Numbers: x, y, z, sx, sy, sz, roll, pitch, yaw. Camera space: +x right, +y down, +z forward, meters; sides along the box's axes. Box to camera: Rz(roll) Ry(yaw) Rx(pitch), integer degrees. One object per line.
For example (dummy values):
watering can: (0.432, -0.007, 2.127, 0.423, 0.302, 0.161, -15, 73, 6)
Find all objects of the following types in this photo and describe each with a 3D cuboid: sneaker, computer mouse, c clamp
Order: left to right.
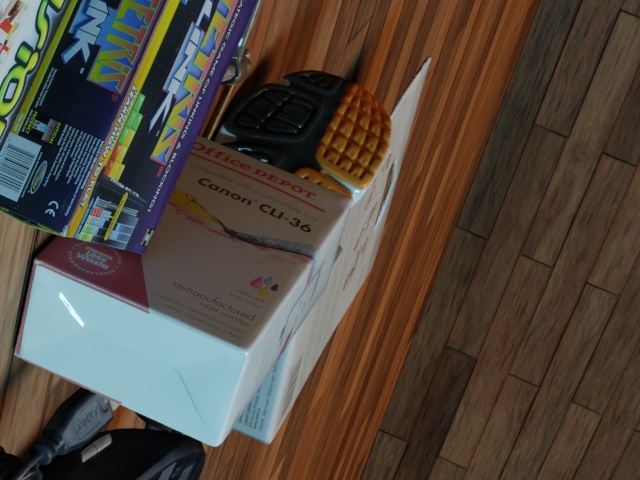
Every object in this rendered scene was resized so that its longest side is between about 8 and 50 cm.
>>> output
computer mouse: (-0.141, 0.130, 0.936, 0.262, 0.060, 0.184, -28, 147, -58)
c clamp: (-0.054, -0.107, 0.928, 0.160, 0.022, 0.137, -23, 136, -78)
sneaker: (-0.050, 0.005, 1.074, 0.262, 0.099, 0.121, -53, 174, -27)

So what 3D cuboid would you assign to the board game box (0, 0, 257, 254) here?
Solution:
board game box: (-0.079, -0.082, 0.756, 0.141, 0.048, 0.170, 20, 93, -80)

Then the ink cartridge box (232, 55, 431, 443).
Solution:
ink cartridge box: (0.000, 0.000, 1.428, 0.275, 0.060, 0.239, 104, 12, -46)

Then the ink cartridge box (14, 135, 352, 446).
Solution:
ink cartridge box: (-0.060, 0.008, 0.892, 0.198, 0.115, 0.067, -56, 166, -56)

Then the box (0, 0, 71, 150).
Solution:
box: (-0.126, -0.063, 0.555, 0.114, 0.036, 0.207, 52, 62, -81)

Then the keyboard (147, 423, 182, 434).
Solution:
keyboard: (-0.091, 0.084, 1.221, 0.180, 0.023, 0.108, 103, 13, -54)
